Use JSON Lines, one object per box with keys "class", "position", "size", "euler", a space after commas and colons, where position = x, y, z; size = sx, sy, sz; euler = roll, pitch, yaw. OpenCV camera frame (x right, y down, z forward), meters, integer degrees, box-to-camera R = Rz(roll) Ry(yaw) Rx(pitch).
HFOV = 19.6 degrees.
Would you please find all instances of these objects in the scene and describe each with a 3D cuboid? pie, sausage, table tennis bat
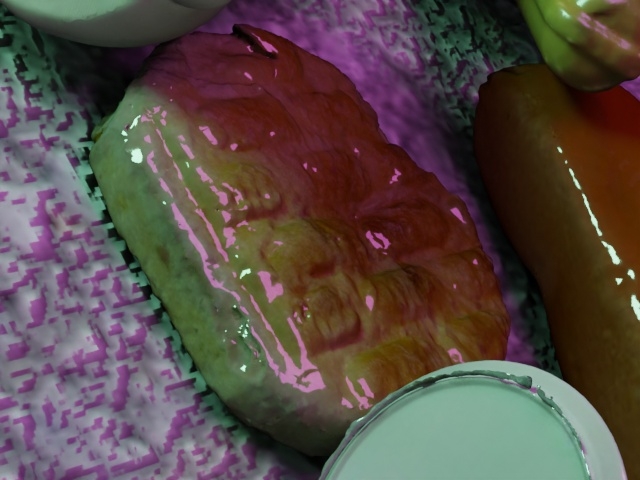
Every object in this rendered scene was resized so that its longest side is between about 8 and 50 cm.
{"class": "pie", "position": [0.000, 0.000, 0.730], "size": [0.195, 0.046, 0.195], "euler": [28, 41, -28]}
{"class": "sausage", "position": [0.157, 0.052, 0.819], "size": [0.097, 0.094, 0.348], "euler": [11, 49, -39]}
{"class": "table tennis bat", "position": [0.106, -0.160, 0.940], "size": [0.198, 0.050, 0.321], "euler": [30, 22, -22]}

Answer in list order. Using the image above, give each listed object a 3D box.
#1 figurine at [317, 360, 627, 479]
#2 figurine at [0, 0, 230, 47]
{"class": "figurine", "position": [0.083, 0.127, 0.659], "size": [0.153, 0.132, 0.132], "euler": [36, 34, -45]}
{"class": "figurine", "position": [-0.051, -0.160, 0.755], "size": [0.155, 0.127, 0.235], "euler": [20, 24, 18]}
